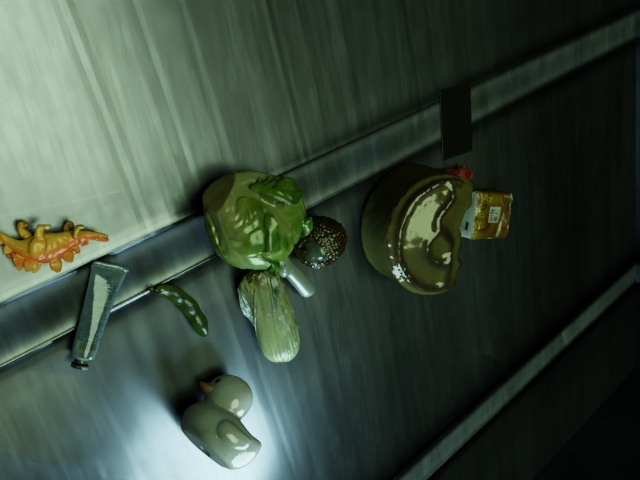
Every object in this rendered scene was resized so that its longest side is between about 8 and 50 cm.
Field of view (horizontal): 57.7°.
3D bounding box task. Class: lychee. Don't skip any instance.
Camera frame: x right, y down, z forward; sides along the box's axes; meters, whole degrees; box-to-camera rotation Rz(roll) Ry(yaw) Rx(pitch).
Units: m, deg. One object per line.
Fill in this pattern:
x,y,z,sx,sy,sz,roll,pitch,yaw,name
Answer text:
0.000,0.000,1.681,0.171,0.171,0.171,-11,108,-36,lychee

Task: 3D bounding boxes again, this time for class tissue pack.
0.620,-0.101,2.190,0.226,0.092,0.183,-1,103,-36,tissue pack

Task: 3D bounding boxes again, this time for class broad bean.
-0.358,0.173,1.509,0.227,0.039,0.069,47,66,-36,broad bean

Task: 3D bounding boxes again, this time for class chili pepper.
0.485,-0.228,2.062,0.123,0.070,0.073,-17,95,-32,chili pepper

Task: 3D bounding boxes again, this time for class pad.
0.479,-0.418,2.045,0.170,0.006,0.245,-22,115,-34,pad

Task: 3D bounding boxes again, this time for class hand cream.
-0.527,0.177,1.365,0.088,0.055,0.255,18,88,-32,hand cream

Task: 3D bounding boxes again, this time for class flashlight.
-0.082,0.102,1.692,0.048,0.093,0.200,-29,134,13,flashlight

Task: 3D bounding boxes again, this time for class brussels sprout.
-0.158,-0.050,1.495,0.294,0.227,0.259,35,65,-31,brussels sprout

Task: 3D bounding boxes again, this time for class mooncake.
0.335,-0.033,1.886,0.393,0.246,0.393,-38,119,-18,mooncake

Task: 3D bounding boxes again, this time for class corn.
-0.140,0.206,1.637,0.122,0.123,0.305,-30,118,-28,corn

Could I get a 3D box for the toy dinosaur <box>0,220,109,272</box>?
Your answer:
-0.606,0.017,1.253,0.289,0.070,0.117,-3,104,-33,toy dinosaur

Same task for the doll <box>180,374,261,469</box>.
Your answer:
-0.254,0.486,1.585,0.251,0.221,0.221,45,69,-2,doll
